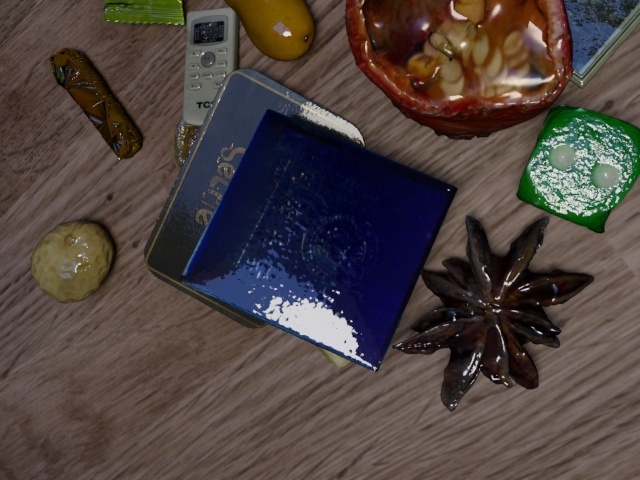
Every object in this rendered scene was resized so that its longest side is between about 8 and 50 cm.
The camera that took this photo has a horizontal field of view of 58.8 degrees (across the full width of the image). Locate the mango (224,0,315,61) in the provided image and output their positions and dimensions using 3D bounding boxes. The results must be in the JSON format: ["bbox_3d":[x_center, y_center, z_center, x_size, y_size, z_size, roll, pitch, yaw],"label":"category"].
[{"bbox_3d":[-0.078,-0.345,0.855,0.102,0.085,0.184,-47,68,19],"label":"mango"}]

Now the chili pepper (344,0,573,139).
[{"bbox_3d":[0.163,-0.216,0.658,0.251,0.305,0.229,35,113,6],"label":"chili pepper"}]

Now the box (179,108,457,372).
[{"bbox_3d":[0.000,0.000,0.770,0.279,0.116,0.261,24,81,8],"label":"box"}]

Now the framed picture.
[{"bbox_3d":[0.350,-0.315,0.741,0.142,0.011,0.183,42,106,12],"label":"framed picture"}]

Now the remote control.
[{"bbox_3d":[-0.175,-0.275,0.906,0.088,0.029,0.189,1,86,16],"label":"remote control"}]

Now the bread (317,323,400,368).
[{"bbox_3d":[0.042,0.120,0.845,0.125,0.082,0.106,-38,90,0],"label":"bread"}]

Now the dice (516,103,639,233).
[{"bbox_3d":[0.321,-0.089,0.706,0.120,0.128,0.130,24,103,18],"label":"dice"}]

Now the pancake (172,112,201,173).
[{"bbox_3d":[-0.181,-0.157,0.932,0.152,0.025,0.151,1,94,19],"label":"pancake"}]

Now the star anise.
[{"bbox_3d":[0.227,0.090,0.760,0.213,0.129,0.282,23,93,10],"label":"star anise"}]

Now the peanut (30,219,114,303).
[{"bbox_3d":[-0.432,0.034,0.990,0.141,0.109,0.159,42,107,12],"label":"peanut"}]

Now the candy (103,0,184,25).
[{"bbox_3d":[-0.289,-0.472,0.927,0.149,0.069,0.246,1,89,14],"label":"candy"}]

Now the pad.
[{"bbox_3d":[-0.145,-0.068,0.871,0.315,0.063,0.375,28,103,2],"label":"pad"}]

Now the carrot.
[{"bbox_3d":[-0.387,-0.238,0.983,0.069,0.069,0.228,-41,81,17],"label":"carrot"}]
